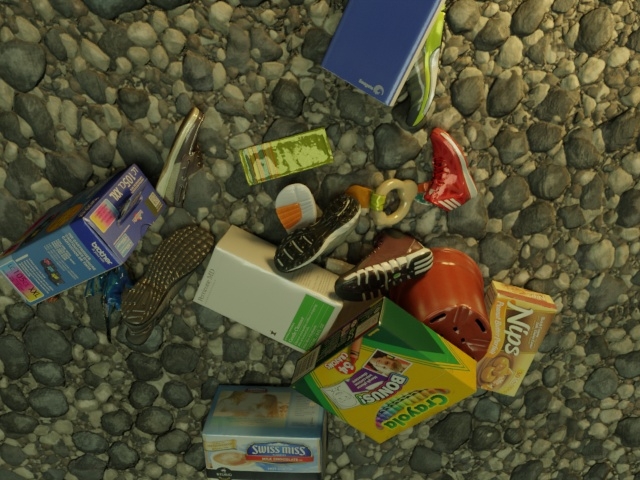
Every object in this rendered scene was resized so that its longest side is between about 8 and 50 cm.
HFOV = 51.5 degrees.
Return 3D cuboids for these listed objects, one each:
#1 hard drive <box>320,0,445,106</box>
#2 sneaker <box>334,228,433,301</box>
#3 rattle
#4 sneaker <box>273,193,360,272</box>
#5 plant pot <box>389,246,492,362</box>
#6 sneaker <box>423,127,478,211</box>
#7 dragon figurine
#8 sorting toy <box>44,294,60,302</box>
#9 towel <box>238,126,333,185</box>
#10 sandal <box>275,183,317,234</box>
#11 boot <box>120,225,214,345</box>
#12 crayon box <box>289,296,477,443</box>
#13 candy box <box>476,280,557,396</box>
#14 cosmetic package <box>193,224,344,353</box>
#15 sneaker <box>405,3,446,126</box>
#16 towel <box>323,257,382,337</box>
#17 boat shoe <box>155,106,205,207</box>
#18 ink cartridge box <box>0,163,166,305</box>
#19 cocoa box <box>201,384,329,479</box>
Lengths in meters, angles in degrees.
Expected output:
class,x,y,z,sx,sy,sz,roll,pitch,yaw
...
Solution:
class,x,y,z,sx,sy,sz,roll,pitch,yaw
hard drive,0.150,-0.504,1.536,0.210,0.040,0.319,35,114,20
sneaker,0.146,0.056,1.776,0.281,0.163,0.107,-18,133,-14
rattle,0.192,-0.123,1.776,0.199,0.142,0.130,-31,108,-25
sneaker,0.000,0.000,1.723,0.271,0.100,0.108,-37,150,-9
plant pot,0.335,0.196,1.790,0.272,0.265,0.273,0,115,0
sneaker,0.311,-0.168,1.703,0.128,0.087,0.221,-36,110,-7
dragon figurine,-0.578,0.129,1.798,0.085,0.289,0.144,-3,147,27
sorting toy,-0.748,0.145,1.882,0.042,0.061,0.102,37,133,-16
towel,-0.090,-0.219,1.733,0.237,0.021,0.102,-15,115,6
sandal,-0.056,-0.064,1.783,0.101,0.076,0.265,-5,136,7
boot,-0.429,0.120,1.824,0.118,0.338,0.223,39,155,6
crayon box,0.156,0.342,1.683,0.313,0.106,0.363,36,129,-15
candy box,0.532,0.289,1.930,0.182,0.088,0.317,15,113,-6
cosmetic package,-0.132,0.136,1.798,0.365,0.155,0.197,24,116,-2
sneaker,0.226,-0.427,1.603,0.121,0.111,0.300,7,109,8
towel,0.076,0.191,1.909,0.187,0.049,0.282,12,113,-7
boat shoe,-0.345,-0.206,1.701,0.092,0.103,0.285,22,117,-15
ink cartridge box,-0.566,-0.026,1.642,0.395,0.270,0.151,-20,117,25
cocoa box,-0.155,0.591,1.982,0.346,0.231,0.228,1,116,5
